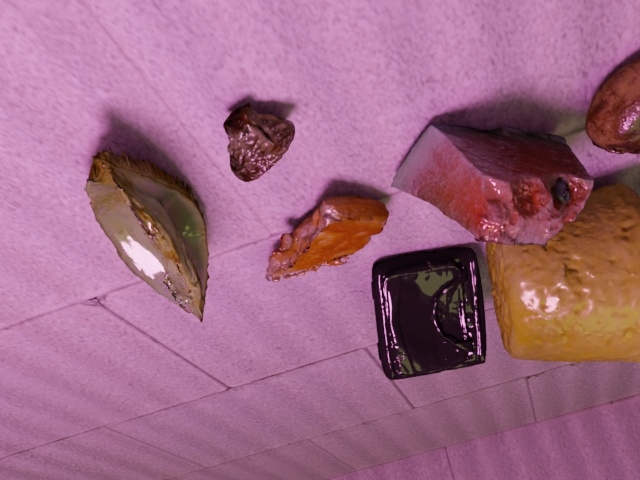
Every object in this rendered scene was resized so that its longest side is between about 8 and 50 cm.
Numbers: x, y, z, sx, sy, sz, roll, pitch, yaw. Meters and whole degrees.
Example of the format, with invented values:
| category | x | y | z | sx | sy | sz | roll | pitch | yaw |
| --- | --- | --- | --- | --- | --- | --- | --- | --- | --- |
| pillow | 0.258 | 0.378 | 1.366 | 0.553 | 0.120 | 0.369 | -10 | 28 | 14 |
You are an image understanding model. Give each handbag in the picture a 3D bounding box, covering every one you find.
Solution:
| category | x | y | z | sx | sy | sz | roll | pitch | yaw |
| --- | --- | --- | --- | --- | --- | --- | --- | --- | --- |
| handbag | 0.236 | 0.159 | 1.506 | 0.244 | 0.276 | 0.088 | -9 | -170 | -8 |

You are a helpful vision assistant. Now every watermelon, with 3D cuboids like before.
| category | x | y | z | sx | sy | sz | roll | pitch | yaw |
| --- | --- | --- | --- | --- | --- | --- | --- | --- | --- |
| watermelon | 0.294 | -0.105 | 1.144 | 0.264 | 0.302 | 0.151 | 4 | 108 | -23 |

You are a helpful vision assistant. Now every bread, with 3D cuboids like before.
| category | x | y | z | sx | sy | sz | roll | pitch | yaw |
| --- | --- | --- | --- | --- | --- | --- | --- | --- | --- |
| bread | 0.491 | 0.069 | 1.379 | 0.307 | 0.349 | 0.348 | -3 | 150 | 7 |

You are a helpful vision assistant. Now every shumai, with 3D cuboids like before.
| category | x | y | z | sx | sy | sz | roll | pitch | yaw |
| --- | --- | --- | --- | --- | --- | --- | --- | --- | --- |
| shumai | -0.106 | -0.150 | 1.027 | 0.123 | 0.099 | 0.087 | -34 | 126 | 29 |

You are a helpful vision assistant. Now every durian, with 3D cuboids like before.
| category | x | y | z | sx | sy | sz | roll | pitch | yaw |
| --- | --- | --- | --- | --- | --- | --- | --- | --- | --- |
| durian | -0.272 | -0.005 | 1.088 | 0.163 | 0.198 | 0.394 | -11 | 147 | -1 |

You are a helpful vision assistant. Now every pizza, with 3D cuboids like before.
| category | x | y | z | sx | sy | sz | roll | pitch | yaw |
| --- | --- | --- | --- | --- | --- | --- | --- | --- | --- |
| pizza | 0.000 | 0.001 | 1.319 | 0.189 | 0.071 | 0.297 | -5 | 154 | -35 |

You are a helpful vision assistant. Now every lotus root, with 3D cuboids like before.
| category | x | y | z | sx | sy | sz | roll | pitch | yaw |
| --- | --- | --- | --- | --- | --- | --- | --- | --- | --- |
| lotus root | 0.507 | -0.219 | 1.093 | 0.138 | 0.139 | 0.214 | 5 | 144 | -26 |

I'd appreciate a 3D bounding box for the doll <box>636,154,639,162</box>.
| category | x | y | z | sx | sy | sz | roll | pitch | yaw |
| --- | --- | --- | --- | --- | --- | --- | --- | --- | --- |
| doll | 0.682 | -0.104 | 1.351 | 0.271 | 0.144 | 0.208 | 6 | 124 | -33 |
